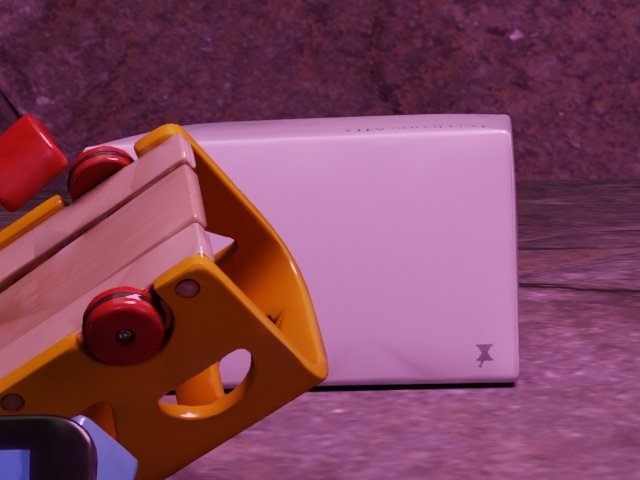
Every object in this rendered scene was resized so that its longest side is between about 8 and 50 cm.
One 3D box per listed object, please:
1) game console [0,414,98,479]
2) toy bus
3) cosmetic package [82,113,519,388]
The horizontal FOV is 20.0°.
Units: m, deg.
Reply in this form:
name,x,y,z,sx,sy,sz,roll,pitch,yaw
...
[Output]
name,x,y,z,sx,sy,sz,roll,pitch,yaw
game console,-0.131,0.093,0.408,0.144,0.085,0.124,-2,5,7
toy bus,-0.095,0.055,0.671,0.202,0.191,0.104,5,-34,46
cosmetic package,0.000,0.000,1.033,0.224,0.138,0.224,-2,7,6
